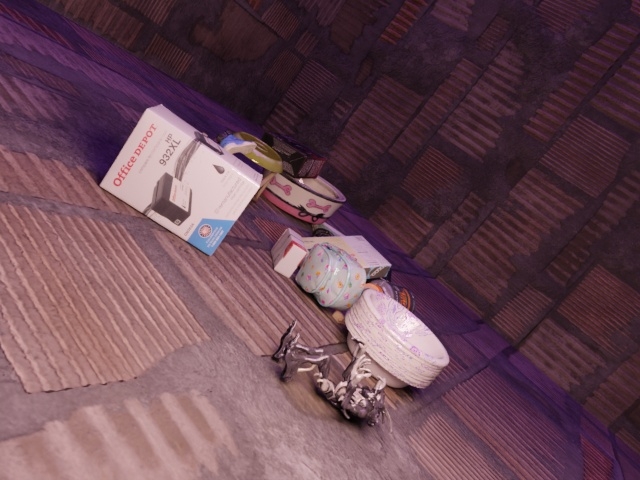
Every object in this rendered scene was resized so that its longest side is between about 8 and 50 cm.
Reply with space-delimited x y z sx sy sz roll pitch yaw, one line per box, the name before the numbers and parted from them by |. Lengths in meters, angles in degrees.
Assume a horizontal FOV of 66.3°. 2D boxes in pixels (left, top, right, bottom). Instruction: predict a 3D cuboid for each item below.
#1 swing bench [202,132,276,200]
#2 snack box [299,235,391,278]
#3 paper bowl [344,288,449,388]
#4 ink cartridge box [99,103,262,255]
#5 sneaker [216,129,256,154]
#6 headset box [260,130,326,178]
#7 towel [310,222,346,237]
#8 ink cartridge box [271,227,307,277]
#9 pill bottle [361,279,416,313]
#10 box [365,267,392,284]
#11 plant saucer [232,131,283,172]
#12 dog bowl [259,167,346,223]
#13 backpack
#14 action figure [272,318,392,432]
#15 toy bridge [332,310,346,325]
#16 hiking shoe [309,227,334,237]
swing bench | -0.321 -0.254 1.776 0.253 0.165 0.255 38 18 0
snack box | 0.066 0.061 1.683 0.322 0.060 0.187 -2 36 -37
paper bowl | 0.186 0.273 1.295 0.284 0.148 0.284 36 12 -9
ink cartridge box | -0.331 -0.146 1.195 0.307 0.223 0.129 34 13 -14
sneaker | -0.288 -0.338 1.664 0.152 0.058 0.084 -21 71 -51
headset box | -0.118 -0.366 2.128 0.218 0.110 0.293 34 16 13
towel | 0.062 -0.004 2.213 0.248 0.038 0.325 34 13 -18
ink cartridge box | -0.097 0.035 1.480 0.056 0.099 0.135 33 14 -21
pill bottle | 0.221 0.206 1.679 0.130 0.130 0.245 46 16 34
box | 0.179 0.123 1.924 0.184 0.103 0.261 34 13 3
plant saucer | -0.232 -0.338 1.827 0.241 0.037 0.241 34 17 -12
dog bowl | -0.095 -0.222 2.210 0.408 0.150 0.408 29 15 -9
backpack | 0.032 0.106 1.404 0.144 0.166 0.188 24 10 -45
action figure | 0.050 0.265 0.972 0.275 0.141 0.164 34 1 -10
toy bridge | 0.106 0.244 1.460 0.188 0.026 0.063 19 24 -53
hiking shoe | 0.000 0.000 1.909 0.114 0.086 0.227 34 13 -30
